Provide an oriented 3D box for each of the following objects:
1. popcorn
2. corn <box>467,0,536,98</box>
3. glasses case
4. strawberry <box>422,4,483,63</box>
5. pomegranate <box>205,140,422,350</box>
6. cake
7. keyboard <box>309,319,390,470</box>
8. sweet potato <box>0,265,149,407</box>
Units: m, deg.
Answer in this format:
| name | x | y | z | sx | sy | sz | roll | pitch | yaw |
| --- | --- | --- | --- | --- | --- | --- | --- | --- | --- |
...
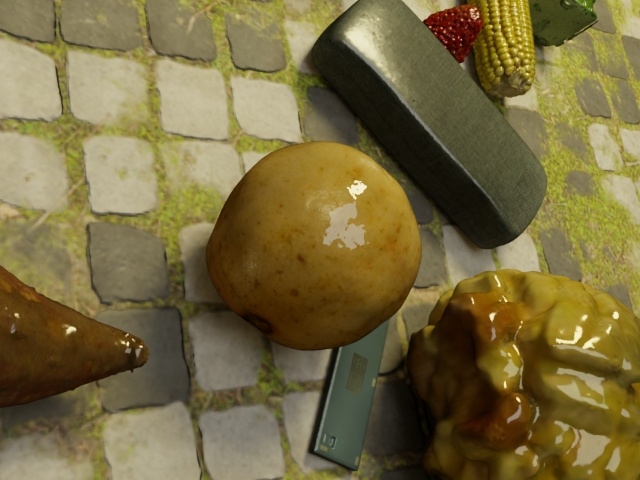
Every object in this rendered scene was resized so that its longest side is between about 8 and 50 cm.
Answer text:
| name | x | y | z | sx | sy | sz | roll | pitch | yaw |
| --- | --- | --- | --- | --- | --- | --- | --- | --- | --- |
| popcorn | 0.228 | 0.178 | 0.751 | 0.332 | 0.225 | 0.265 | 44 | 48 | -28 |
| corn | 0.237 | -0.309 | 1.023 | 0.081 | 0.081 | 0.248 | 8 | 69 | -32 |
| glasses case | 0.133 | -0.139 | 0.890 | 0.323 | 0.074 | 0.131 | 47 | 52 | -11 |
| strawberry | 0.163 | -0.259 | 0.954 | 0.073 | 0.083 | 0.073 | 17 | 55 | -25 |
| pomegranate | 0.000 | 0.000 | 0.689 | 0.196 | 0.196 | 0.196 | 13 | 65 | -30 |
| cake | 0.330 | -0.405 | 1.111 | 0.099 | 0.100 | 0.235 | 21 | 62 | -27 |
| keyboard | 0.033 | 0.132 | 0.754 | 0.055 | 0.014 | 0.176 | 29 | 58 | -23 |
| sweet potato | -0.275 | 0.049 | 0.507 | 0.337 | 0.131 | 0.131 | 6 | 69 | -34 |
